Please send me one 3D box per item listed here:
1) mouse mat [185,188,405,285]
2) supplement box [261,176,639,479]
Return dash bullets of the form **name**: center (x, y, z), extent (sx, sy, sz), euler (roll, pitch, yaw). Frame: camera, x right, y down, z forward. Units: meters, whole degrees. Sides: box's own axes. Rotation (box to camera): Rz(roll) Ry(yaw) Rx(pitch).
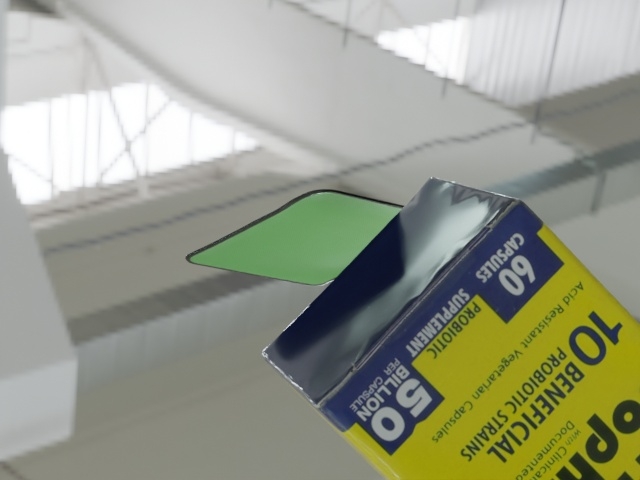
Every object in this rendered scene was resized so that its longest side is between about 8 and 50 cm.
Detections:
- **mouse mat**: center (0.000, 0.000, 1.292), extent (0.153, 0.190, 0.007), euler (12, -116, -38)
- **supplement box**: center (0.161, 0.149, 1.146), extent (0.356, 0.194, 0.195), euler (45, 175, -15)
